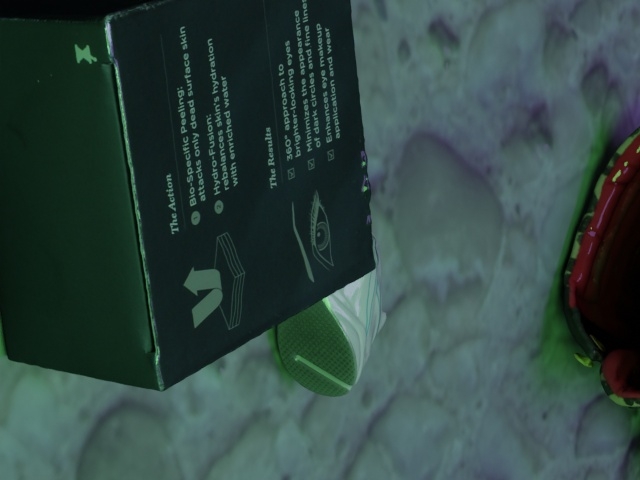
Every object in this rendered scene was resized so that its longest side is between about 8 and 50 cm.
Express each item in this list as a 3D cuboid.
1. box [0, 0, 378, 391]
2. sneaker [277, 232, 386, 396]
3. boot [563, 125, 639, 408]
[{"bbox_3d":[-0.062,-0.040,0.835,0.158,0.093,0.156,-28,118,-48],"label":"box"},{"bbox_3d":[0.000,0.000,0.965,0.061,0.053,0.152,-49,139,-48],"label":"sneaker"},{"bbox_3d":[0.260,0.121,1.251,0.284,0.138,0.377,30,68,-52],"label":"boot"}]
